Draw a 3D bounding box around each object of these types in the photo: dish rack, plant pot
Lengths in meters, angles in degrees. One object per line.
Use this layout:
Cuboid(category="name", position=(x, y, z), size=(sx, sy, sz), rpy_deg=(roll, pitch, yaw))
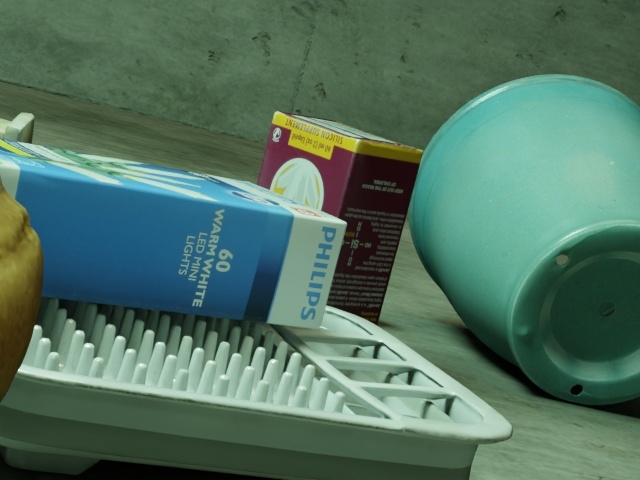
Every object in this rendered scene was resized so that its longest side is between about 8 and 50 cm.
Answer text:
Cuboid(category="dish rack", position=(-0.081, 0.084, 0.895), size=(0.333, 0.072, 0.285), rpy_deg=(12, 10, -24))
Cuboid(category="plant pot", position=(0.237, 0.016, 1.376), size=(0.271, 0.272, 0.255), rpy_deg=(13, 24, -13))

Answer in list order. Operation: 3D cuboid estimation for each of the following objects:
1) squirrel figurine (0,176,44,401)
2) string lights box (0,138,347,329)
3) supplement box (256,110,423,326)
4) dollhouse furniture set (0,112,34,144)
Cuboid(category="squirrel figurine", position=(-0.316, 0.006, 0.557), size=(0.370, 0.281, 0.397), rpy_deg=(30, 28, 24))
Cuboid(category="string lights box", position=(-0.130, -0.008, 0.922), size=(0.259, 0.077, 0.133), rpy_deg=(8, 9, -35))
Cuboid(category="supplement box", position=(0.000, 0.000, 1.200), size=(0.081, 0.188, 0.104), rpy_deg=(6, 12, -45))
Cuboid(category="dollhouse furniture set", position=(-0.310, -0.138, 1.226), size=(0.198, 0.286, 0.303), rpy_deg=(15, 19, -1))
